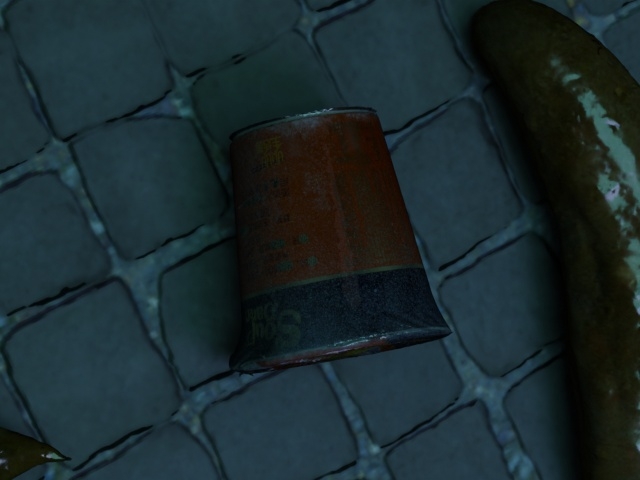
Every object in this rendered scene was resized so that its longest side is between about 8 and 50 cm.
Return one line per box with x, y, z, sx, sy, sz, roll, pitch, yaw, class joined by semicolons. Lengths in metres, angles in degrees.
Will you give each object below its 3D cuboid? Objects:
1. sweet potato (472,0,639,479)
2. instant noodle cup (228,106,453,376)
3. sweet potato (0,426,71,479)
0.183;0.012;1.131;0.114;0.092;0.341;-13;94;7;sweet potato
0.002;0.000;1.061;0.127;0.127;0.135;-8;83;-18;instant noodle cup
-0.266;0.154;0.990;0.274;0.067;0.067;-23;96;-14;sweet potato
